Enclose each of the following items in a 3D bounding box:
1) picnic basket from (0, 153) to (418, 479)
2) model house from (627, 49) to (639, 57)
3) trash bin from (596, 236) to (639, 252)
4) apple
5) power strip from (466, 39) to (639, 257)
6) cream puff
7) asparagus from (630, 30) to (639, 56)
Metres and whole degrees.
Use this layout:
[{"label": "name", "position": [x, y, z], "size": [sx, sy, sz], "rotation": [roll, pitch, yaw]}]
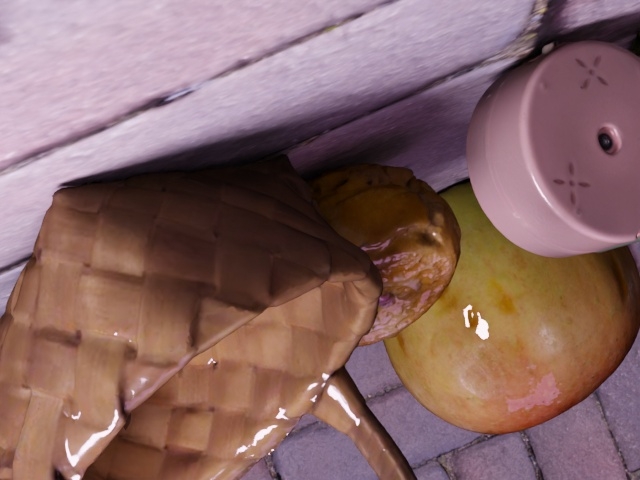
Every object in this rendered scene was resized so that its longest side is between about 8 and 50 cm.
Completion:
[{"label": "picnic basket", "position": [-0.064, 0.149, 0.709], "size": [0.337, 0.337, 0.293], "rotation": [-29, 171, 40]}, {"label": "model house", "position": [0.248, -0.119, 0.858], "size": [0.058, 0.057, 0.083], "rotation": [-30, -149, -17]}, {"label": "trash bin", "position": [0.374, -0.119, 0.968], "size": [0.223, 0.158, 0.343], "rotation": [-26, 179, -24]}, {"label": "apple", "position": [0.221, 0.071, 1.367], "size": [0.338, 0.305, 0.338], "rotation": [-32, -177, 2]}, {"label": "power strip", "position": [0.186, -0.068, 0.784], "size": [0.154, 0.154, 0.078], "rotation": [-19, 179, -26]}, {"label": "cream puff", "position": [0.024, 0.010, 0.917], "size": [0.189, 0.129, 0.189], "rotation": [-15, 142, -12]}, {"label": "asparagus", "position": [0.269, -0.160, 0.910], "size": [0.015, 0.014, 0.114], "rotation": [-7, 176, 10]}]
